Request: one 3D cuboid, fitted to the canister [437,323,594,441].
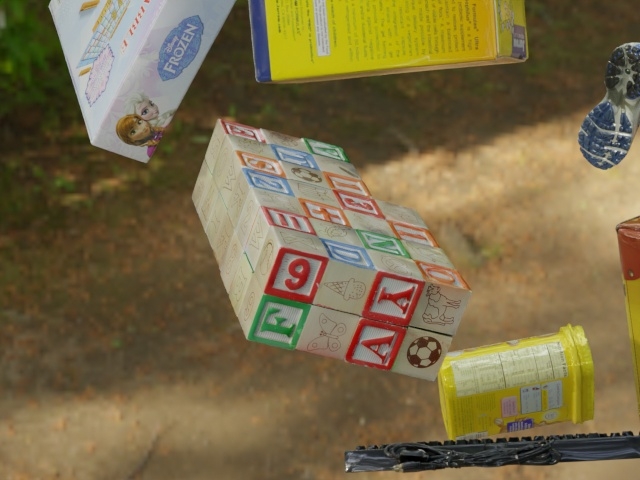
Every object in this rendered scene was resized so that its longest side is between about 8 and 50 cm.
[{"bbox_3d":[0.223,0.167,1.821,0.170,0.126,0.073,-10,45,-1],"label":"canister"}]

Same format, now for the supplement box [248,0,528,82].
[{"bbox_3d":[0.097,-0.335,2.254,0.356,0.195,0.194,-3,4,19],"label":"supplement box"}]

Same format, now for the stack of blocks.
[{"bbox_3d":[0.000,0.000,1.393,0.171,0.087,0.297,13,21,-20],"label":"stack of blocks"}]

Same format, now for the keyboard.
[{"bbox_3d":[0.179,0.212,1.592,0.317,0.033,0.201,-6,-6,14],"label":"keyboard"}]

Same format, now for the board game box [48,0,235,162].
[{"bbox_3d":[-0.156,-0.289,1.564,0.066,0.318,0.318,19,26,-28],"label":"board game box"}]

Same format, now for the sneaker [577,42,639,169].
[{"bbox_3d":[0.282,-0.123,1.446,0.052,0.135,0.058,38,42,23],"label":"sneaker"}]

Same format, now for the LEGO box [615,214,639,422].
[{"bbox_3d":[0.547,0.220,1.778,0.193,0.500,0.372,-19,19,-26],"label":"LEGO box"}]
